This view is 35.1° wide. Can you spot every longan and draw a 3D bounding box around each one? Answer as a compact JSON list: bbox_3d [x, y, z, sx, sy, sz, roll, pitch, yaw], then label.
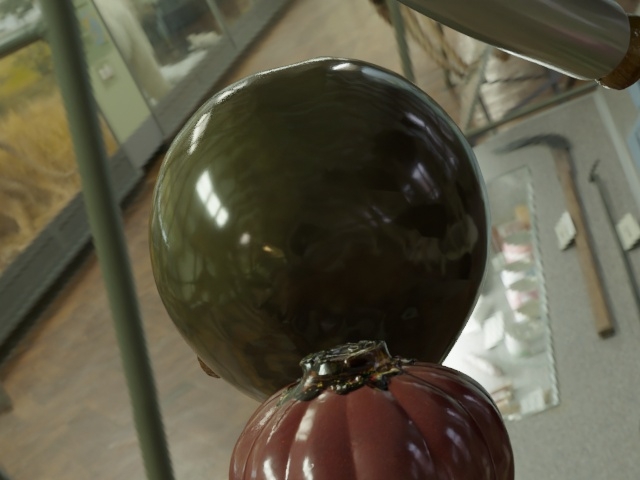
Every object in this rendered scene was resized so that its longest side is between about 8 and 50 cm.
[{"bbox_3d":[0.000,0.000,0.887,0.318,0.319,0.319,-23,19,9],"label":"longan"}]

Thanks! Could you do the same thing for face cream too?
[{"bbox_3d":[0.111,-0.132,0.568,0.051,0.182,0.072,-64,31,20],"label":"face cream"}]

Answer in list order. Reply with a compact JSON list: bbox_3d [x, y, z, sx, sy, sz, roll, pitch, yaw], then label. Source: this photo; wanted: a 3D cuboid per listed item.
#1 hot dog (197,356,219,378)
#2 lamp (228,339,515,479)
[{"bbox_3d":[-0.142,0.154,1.353,0.058,0.083,0.035,20,62,11],"label":"hot dog"},{"bbox_3d":[0.019,0.085,0.378,0.107,0.092,0.107,-12,3,1],"label":"lamp"}]
